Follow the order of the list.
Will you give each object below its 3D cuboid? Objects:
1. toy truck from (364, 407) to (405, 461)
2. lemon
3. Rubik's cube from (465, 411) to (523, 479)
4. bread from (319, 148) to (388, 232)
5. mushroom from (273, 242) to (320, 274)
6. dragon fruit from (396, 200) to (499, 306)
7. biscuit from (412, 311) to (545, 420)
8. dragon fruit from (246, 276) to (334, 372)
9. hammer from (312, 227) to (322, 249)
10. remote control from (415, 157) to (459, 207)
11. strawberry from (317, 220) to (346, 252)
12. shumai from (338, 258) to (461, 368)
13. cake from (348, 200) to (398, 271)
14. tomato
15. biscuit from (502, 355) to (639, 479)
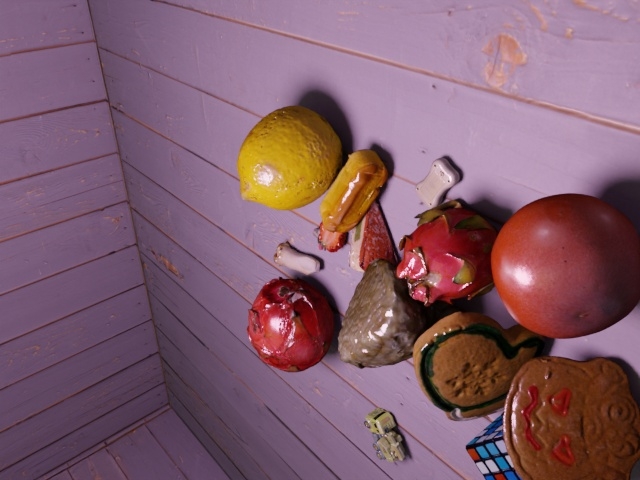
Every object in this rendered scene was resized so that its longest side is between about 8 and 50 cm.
[{"bbox_3d":[0.216,0.631,1.762,0.100,0.077,0.168,-12,99,58],"label":"toy truck"},{"bbox_3d":[-0.085,-0.209,1.448,0.258,0.310,0.258,48,169,13],"label":"lemon"},{"bbox_3d":[0.477,0.479,1.223,0.184,0.187,0.182,59,146,13],"label":"Rubik's cube"},{"bbox_3d":[0.083,-0.117,1.411,0.245,0.102,0.094,-56,37,35],"label":"bread"},{"bbox_3d":[-0.072,0.066,1.805,0.209,0.071,0.084,18,92,43],"label":"mushroom"},{"bbox_3d":[0.277,0.031,1.186,0.224,0.227,0.223,24,121,48],"label":"dragon fruit"},{"bbox_3d":[0.361,0.280,1.213,0.343,0.288,0.057,57,-168,-35],"label":"biscuit"},{"bbox_3d":[-0.100,0.270,1.781,0.296,0.296,0.301,26,142,43],"label":"dragon fruit"},{"bbox_3d":[0.000,0.000,1.703,0.052,0.031,0.083,43,151,33],"label":"hammer"},{"bbox_3d":[0.267,-0.131,1.256,0.074,0.032,0.122,54,144,16],"label":"remote control"},{"bbox_3d":[0.042,-0.028,1.611,0.103,0.048,0.152,54,131,28],"label":"strawberry"},{"bbox_3d":[0.223,0.201,1.326,0.289,0.291,0.330,24,167,-8],"label":"shumai"},{"bbox_3d":[0.114,-0.009,1.463,0.086,0.117,0.220,-8,106,61],"label":"cake"},{"bbox_3d":[0.428,0.047,0.958,0.224,0.256,0.255,-87,6,-49],"label":"tomato"},{"bbox_3d":[0.493,0.366,1.079,0.258,0.049,0.272,-4,84,14],"label":"biscuit"}]
